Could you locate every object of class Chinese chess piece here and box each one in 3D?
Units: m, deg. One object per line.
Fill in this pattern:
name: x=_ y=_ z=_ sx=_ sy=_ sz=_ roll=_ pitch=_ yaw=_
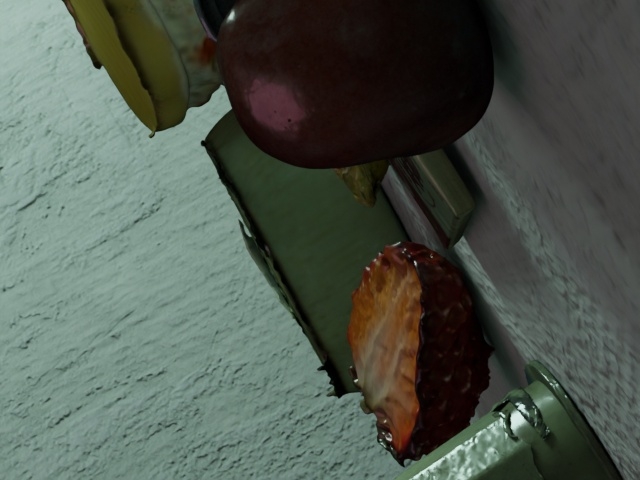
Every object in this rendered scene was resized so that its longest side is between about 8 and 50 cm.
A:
Chinese chess piece: x=0.000 y=0.000 z=2.167 sx=0.349 sy=0.146 sz=0.349 roll=61 pitch=176 yaw=7

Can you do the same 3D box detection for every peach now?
peach: x=0.026 y=-0.099 z=1.085 sx=0.152 sy=0.152 sz=0.152 roll=61 pitch=177 yaw=6

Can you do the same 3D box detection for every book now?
book: x=0.065 y=-0.075 z=1.524 sx=0.162 sy=0.022 sz=0.232 roll=57 pitch=179 yaw=6

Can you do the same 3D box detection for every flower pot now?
flower pot: x=0.140 y=0.233 z=1.580 sx=0.212 sy=0.203 sz=0.212 roll=59 pitch=173 yaw=12

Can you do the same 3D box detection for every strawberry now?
strawberry: x=0.107 y=0.090 z=1.809 sx=0.236 sy=0.111 sz=0.190 roll=104 pitch=153 yaw=-51

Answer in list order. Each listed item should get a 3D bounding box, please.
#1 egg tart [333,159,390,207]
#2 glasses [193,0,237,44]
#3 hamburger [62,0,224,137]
egg tart: x=0.025 y=-0.091 z=1.823 sx=0.130 sy=0.052 sz=0.130 roll=60 pitch=175 yaw=8
glasses: x=-0.019 y=-0.234 z=1.273 sx=0.234 sy=0.118 sz=0.268 roll=61 pitch=154 yaw=-8
hamburger: x=-0.159 y=-0.253 z=2.107 sx=0.261 sy=0.186 sz=0.302 roll=59 pitch=166 yaw=19
